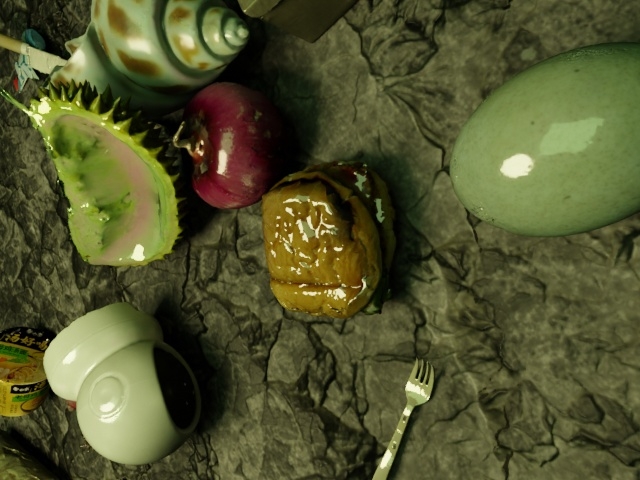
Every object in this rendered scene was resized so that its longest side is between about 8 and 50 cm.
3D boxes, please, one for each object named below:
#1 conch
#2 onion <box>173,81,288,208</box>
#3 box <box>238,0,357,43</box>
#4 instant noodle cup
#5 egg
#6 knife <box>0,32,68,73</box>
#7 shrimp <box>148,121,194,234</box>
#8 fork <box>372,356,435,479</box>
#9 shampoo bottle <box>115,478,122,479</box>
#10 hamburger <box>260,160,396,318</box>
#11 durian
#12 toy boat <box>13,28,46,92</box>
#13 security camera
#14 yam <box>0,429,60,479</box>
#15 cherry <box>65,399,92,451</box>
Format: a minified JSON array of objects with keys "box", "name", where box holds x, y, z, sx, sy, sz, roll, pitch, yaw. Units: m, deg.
[{"box":[-0.251,-0.278,0.798,0.197,0.249,0.368,45,154,-21],"name":"conch"},{"box":[-0.128,-0.131,0.779,0.177,0.153,0.177,54,159,32],"name":"onion"},{"box":[0.001,-0.390,0.687,0.231,0.149,0.155,-35,73,29],"name":"box"},{"box":[-0.596,0.266,1.101,0.151,0.151,0.122,38,122,26],"name":"instant noodle cup"},{"box":[0.239,-0.091,0.532,0.236,0.169,0.169,-24,79,37],"name":"egg"},{"box":[-0.570,-0.363,1.094,0.297,0.017,0.047,22,112,13],"name":"knife"},{"box":[-0.264,-0.109,0.927,0.219,0.046,0.152,46,117,23],"name":"shrimp"},{"box":[0.106,0.248,0.717,0.034,0.028,0.219,22,107,22],"name":"fork"},{"box":[-0.367,0.497,1.012,0.099,0.043,0.072,50,116,20],"name":"shampoo bottle"},{"box":[0.000,0.000,0.714,0.183,0.130,0.206,3,95,35],"name":"hamburger"},{"box":[-0.287,-0.077,0.782,0.157,0.169,0.355,46,153,31],"name":"durian"},{"box":[-0.607,-0.379,1.153,0.149,0.034,0.105,-14,87,45],"name":"toy boat"},{"box":[-0.299,0.238,0.870,0.236,0.194,0.194,46,114,27],"name":"security camera"},{"box":[-0.643,0.505,1.124,0.268,0.161,0.161,19,102,33],"name":"yam"},{"box":[-0.445,0.290,1.034,0.107,0.090,0.225,30,116,16],"name":"cherry"}]
